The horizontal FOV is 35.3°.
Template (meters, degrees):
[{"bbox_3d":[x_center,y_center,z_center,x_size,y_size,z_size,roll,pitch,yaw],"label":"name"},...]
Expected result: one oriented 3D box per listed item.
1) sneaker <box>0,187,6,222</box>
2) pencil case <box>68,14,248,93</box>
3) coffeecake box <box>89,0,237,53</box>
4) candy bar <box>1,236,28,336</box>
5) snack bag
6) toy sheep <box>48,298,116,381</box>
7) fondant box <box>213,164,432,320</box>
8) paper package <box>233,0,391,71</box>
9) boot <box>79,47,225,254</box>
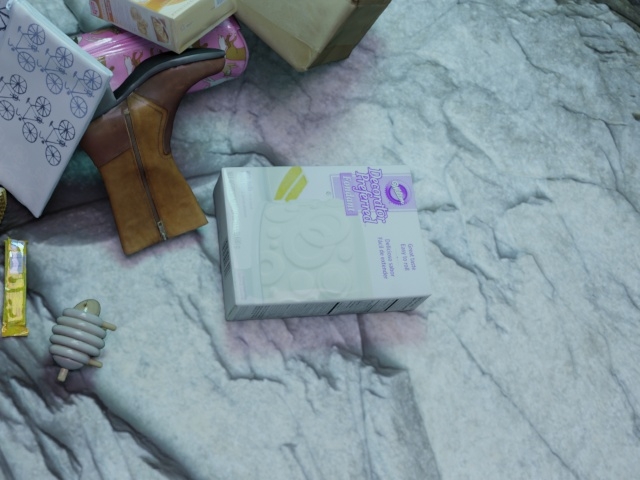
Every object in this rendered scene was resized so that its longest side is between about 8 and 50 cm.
[{"bbox_3d":[-0.549,-0.008,1.533,0.084,0.069,0.185,15,60,0],"label":"sneaker"},{"bbox_3d":[-0.317,-0.290,1.638,0.386,0.167,0.160,-21,35,-20],"label":"pencil case"},{"bbox_3d":[-0.247,-0.381,1.561,0.185,0.068,0.142,27,53,24],"label":"coffeecake box"},{"bbox_3d":[-0.469,0.069,1.545,0.040,0.018,0.161,1,68,-19],"label":"candy bar"},{"bbox_3d":[-0.494,-0.243,1.506,0.342,0.323,0.037,42,38,3],"label":"snack bag"},{"bbox_3d":[-0.364,0.150,1.509,0.091,0.091,0.132,18,71,-8],"label":"toy sheep"},{"bbox_3d":[0.000,0.000,1.662,0.330,0.096,0.238,-2,70,-17],"label":"fondant box"},{"bbox_3d":[-0.061,-0.457,1.706,0.325,0.168,0.309,42,21,3],"label":"paper package"},{"bbox_3d":[-0.232,-0.141,1.572,0.264,0.096,0.280,-27,114,-17],"label":"boot"}]
